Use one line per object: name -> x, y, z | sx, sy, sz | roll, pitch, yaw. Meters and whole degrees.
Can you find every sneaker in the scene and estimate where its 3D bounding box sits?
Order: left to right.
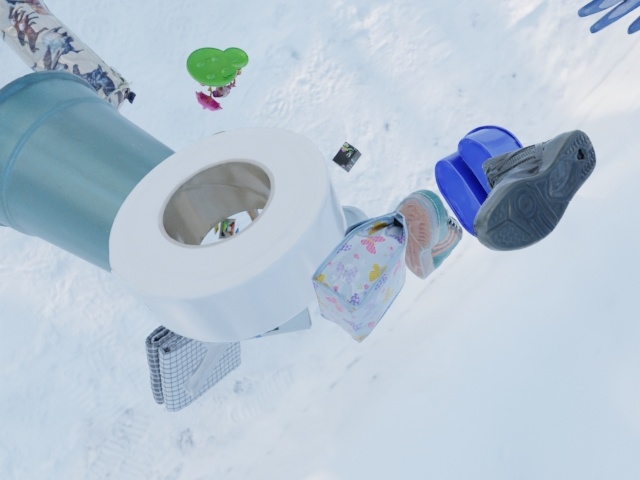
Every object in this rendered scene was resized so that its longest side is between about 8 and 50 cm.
sneaker -> 0.229, -0.030, 0.996 | 0.121, 0.108, 0.302 | -40, 155, -11
sneaker -> 0.256, -0.058, 0.645 | 0.227, 0.130, 0.087 | -43, 103, -26

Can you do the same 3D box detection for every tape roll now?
tape roll -> -0.114, -0.018, 0.612 | 0.286, 0.286, 0.100 | -44, 141, -19

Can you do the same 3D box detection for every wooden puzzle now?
wooden puzzle -> -0.305, -0.037, 1.585 | 0.116, 0.014, 0.078 | -12, 115, -55

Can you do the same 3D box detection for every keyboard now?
keyboard -> -0.189, 0.191, 0.967 | 0.014, 0.072, 0.256 | 39, 71, -19

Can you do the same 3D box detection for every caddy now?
caddy -> 0.499, -0.168, 1.402 | 0.179, 0.241, 0.341 | -20, 75, -34

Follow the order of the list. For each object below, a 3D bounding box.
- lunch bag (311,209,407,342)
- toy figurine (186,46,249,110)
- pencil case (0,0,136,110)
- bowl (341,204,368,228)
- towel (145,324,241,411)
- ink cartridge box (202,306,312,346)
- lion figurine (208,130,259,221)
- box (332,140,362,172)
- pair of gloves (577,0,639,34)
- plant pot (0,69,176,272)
lunch bag -> 0.035, 0.024, 0.369 | 0.083, 0.053, 0.071 | -47, 155, -19
toy figurine -> -0.282, -0.429, 1.323 | 0.173, 0.159, 0.130 | -35, 79, -26
pencil case -> -0.726, -0.524, 1.364 | 0.183, 0.160, 0.410 | -42, 100, 10
bowl -> 0.000, 0.000, 1.462 | 0.298, 0.134, 0.297 | -23, 133, -27
towel -> -0.359, 0.314, 1.384 | 0.284, 0.121, 0.235 | -33, 135, -48
ink cartridge box -> -0.109, 0.089, 0.788 | 0.175, 0.127, 0.072 | -10, 131, -2
lion figurine -> -0.106, -0.134, 0.967 | 0.142, 0.392, 0.240 | -22, 100, -34
box -> 0.093, -0.294, 1.707 | 0.083, 0.062, 0.052 | -53, 156, 4
pair of gloves -> 0.353, -0.344, 0.542 | 0.023, 0.159, 0.198 | -28, 94, -60
plant pot -> -0.420, -0.099, 0.947 | 0.334, 0.341, 0.341 | 29, 77, 8
